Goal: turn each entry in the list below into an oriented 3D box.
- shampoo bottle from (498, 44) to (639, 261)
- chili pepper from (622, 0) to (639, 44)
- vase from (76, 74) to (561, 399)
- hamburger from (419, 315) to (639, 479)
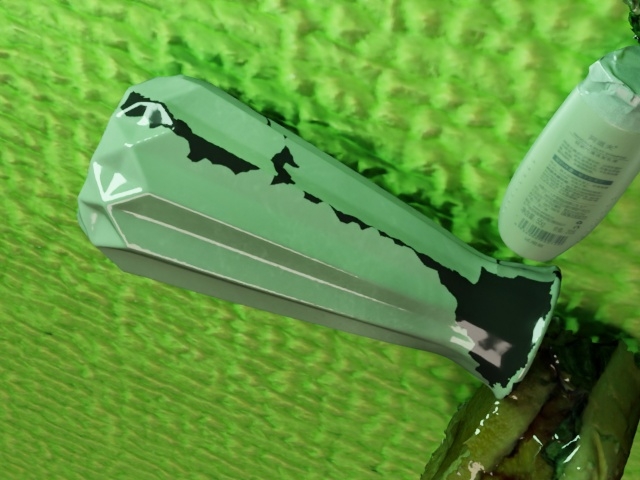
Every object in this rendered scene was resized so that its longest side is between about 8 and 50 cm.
[{"bbox_3d":[0.182,-0.054,0.913,0.072,0.049,0.212,30,148,2],"label":"shampoo bottle"},{"bbox_3d":[0.261,-0.141,0.730,0.224,0.061,0.098,12,149,23],"label":"chili pepper"},{"bbox_3d":[0.000,0.000,1.022,0.360,0.165,0.165,23,147,-2],"label":"vase"},{"bbox_3d":[0.166,0.206,1.140,0.132,0.211,0.309,31,148,1],"label":"hamburger"}]
